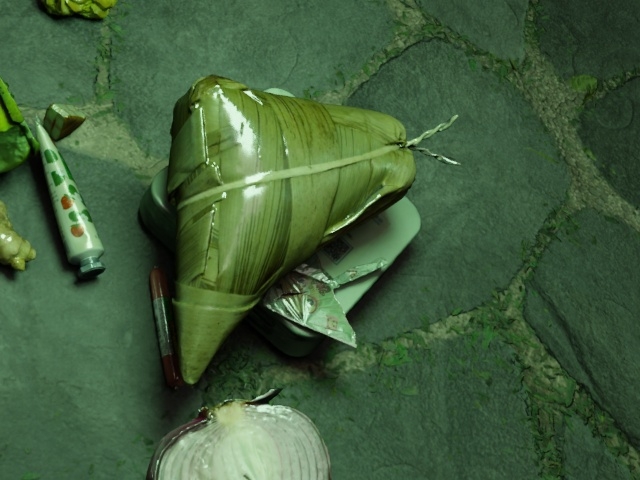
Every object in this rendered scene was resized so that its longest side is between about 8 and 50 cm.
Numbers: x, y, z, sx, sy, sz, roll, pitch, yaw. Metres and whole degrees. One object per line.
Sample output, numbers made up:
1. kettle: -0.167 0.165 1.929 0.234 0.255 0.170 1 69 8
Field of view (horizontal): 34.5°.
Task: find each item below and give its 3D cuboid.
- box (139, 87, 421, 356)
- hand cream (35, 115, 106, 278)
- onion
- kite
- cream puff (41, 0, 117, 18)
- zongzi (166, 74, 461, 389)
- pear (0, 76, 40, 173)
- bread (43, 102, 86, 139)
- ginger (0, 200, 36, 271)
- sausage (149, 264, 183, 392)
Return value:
1. box: -0.060 -0.045 1.807 0.396 0.111 0.396 43 52 3
2. hand cream: -0.412 -0.069 1.673 0.059 0.095 0.276 -21 74 -6
3. onion: -0.106 0.409 1.483 0.267 0.159 0.348 -10 73 -18
4. kite: 0.013 0.074 1.692 0.250 0.012 0.229 -18 71 -29
5. cream puff: -0.438 -0.470 1.873 0.156 0.121 0.156 13 60 -24
6. zongzi: -0.012 0.004 1.655 0.500 0.218 0.467 5 81 -31
7. pear: -0.580 -0.180 1.555 0.292 0.292 0.159 -9 64 -30
8. bread: -0.442 -0.202 1.755 0.043 0.062 0.109 43 10 0
9. ginger: -0.545 -0.023 1.581 0.213 0.074 0.137 4 69 -20
10. sausage: -0.248 0.138 1.653 0.029 0.029 0.223 0 62 -26
